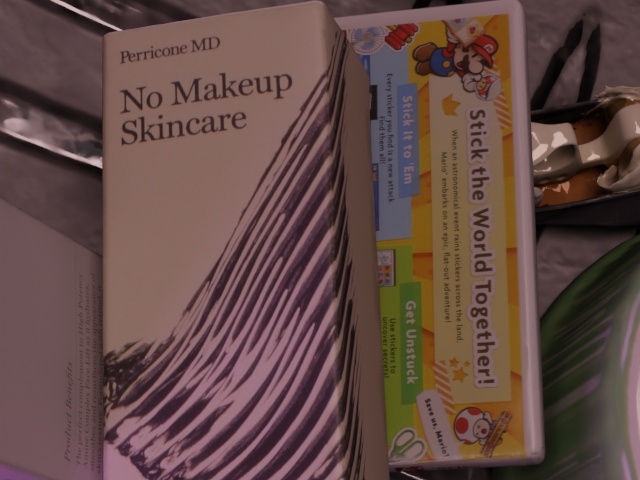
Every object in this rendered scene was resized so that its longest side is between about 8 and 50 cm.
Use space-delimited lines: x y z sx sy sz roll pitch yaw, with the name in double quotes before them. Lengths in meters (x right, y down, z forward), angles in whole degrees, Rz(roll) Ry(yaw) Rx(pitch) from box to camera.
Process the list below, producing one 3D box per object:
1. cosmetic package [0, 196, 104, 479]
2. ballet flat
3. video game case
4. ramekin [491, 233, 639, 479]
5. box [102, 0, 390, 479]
"cosmetic package" -0.155 0.047 0.740 0.085 0.231 0.117 -11 68 21
"ballet flat" 0.132 -0.042 0.908 0.203 0.074 0.074 -9 73 -12
"video game case" 0.000 0.000 0.856 0.206 0.026 0.227 -4 71 13
"ramekin" 0.244 0.106 0.832 0.303 0.148 0.303 3 71 -8
"box" -0.032 0.041 0.784 0.113 0.094 0.275 -8 71 12
